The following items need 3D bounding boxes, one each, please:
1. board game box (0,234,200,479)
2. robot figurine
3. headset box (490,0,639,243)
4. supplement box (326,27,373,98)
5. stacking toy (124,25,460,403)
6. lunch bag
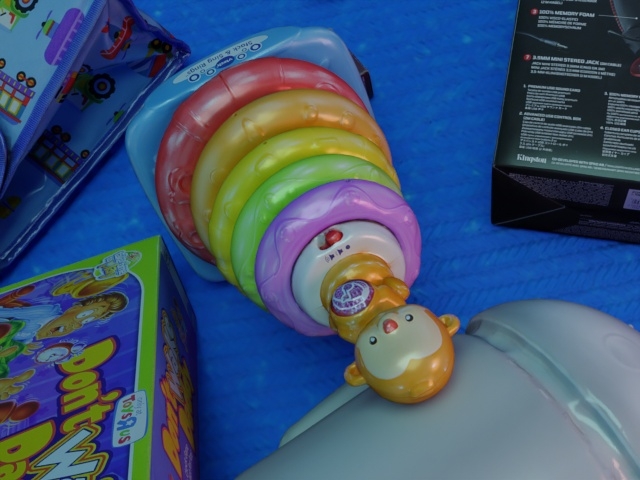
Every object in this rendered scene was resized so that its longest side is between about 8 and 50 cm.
[{"bbox_3d":[-0.193,0.133,0.616,0.233,0.078,0.347,-19,25,1],"label":"board game box"},{"bbox_3d":[0.085,0.167,0.599,0.353,0.200,0.300,-32,41,-11],"label":"robot figurine"},{"bbox_3d":[0.252,-0.149,0.757,0.218,0.110,0.293,7,70,11],"label":"headset box"},{"bbox_3d":[-0.008,-0.119,0.821,0.083,0.043,0.055,-36,67,-5],"label":"supplement box"},{"bbox_3d":[0.000,0.000,0.641,0.175,0.166,0.302,-27,36,-5],"label":"stacking toy"},{"bbox_3d":[-0.289,-0.106,0.831,0.221,0.138,0.293,34,91,21],"label":"lunch bag"}]
